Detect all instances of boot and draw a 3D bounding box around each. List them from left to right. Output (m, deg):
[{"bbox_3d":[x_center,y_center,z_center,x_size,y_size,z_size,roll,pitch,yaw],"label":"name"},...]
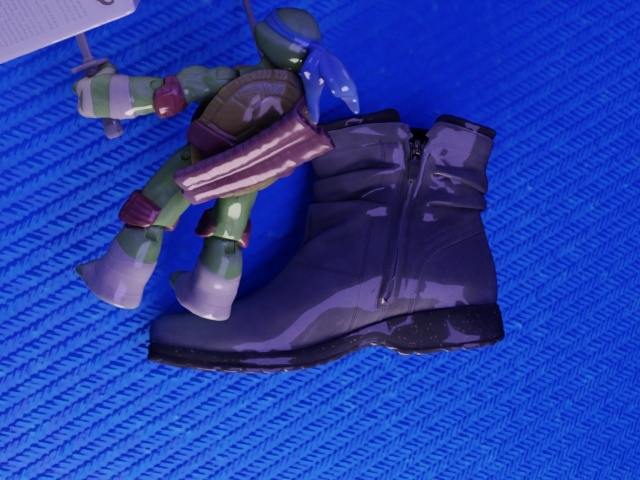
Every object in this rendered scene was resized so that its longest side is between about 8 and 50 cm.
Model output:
[{"bbox_3d":[0.000,0.000,1.223,0.338,0.118,0.223,-6,91,-15],"label":"boot"}]

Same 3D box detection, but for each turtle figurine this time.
[{"bbox_3d":[-0.105,-0.089,1.088,0.266,0.274,0.198,-66,163,16],"label":"turtle figurine"}]

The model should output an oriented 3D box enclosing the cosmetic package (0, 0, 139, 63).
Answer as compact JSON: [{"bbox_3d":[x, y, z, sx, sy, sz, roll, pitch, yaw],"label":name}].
[{"bbox_3d":[-0.234,-0.180,0.947,0.231,0.117,0.085,-17,121,16],"label":"cosmetic package"}]
